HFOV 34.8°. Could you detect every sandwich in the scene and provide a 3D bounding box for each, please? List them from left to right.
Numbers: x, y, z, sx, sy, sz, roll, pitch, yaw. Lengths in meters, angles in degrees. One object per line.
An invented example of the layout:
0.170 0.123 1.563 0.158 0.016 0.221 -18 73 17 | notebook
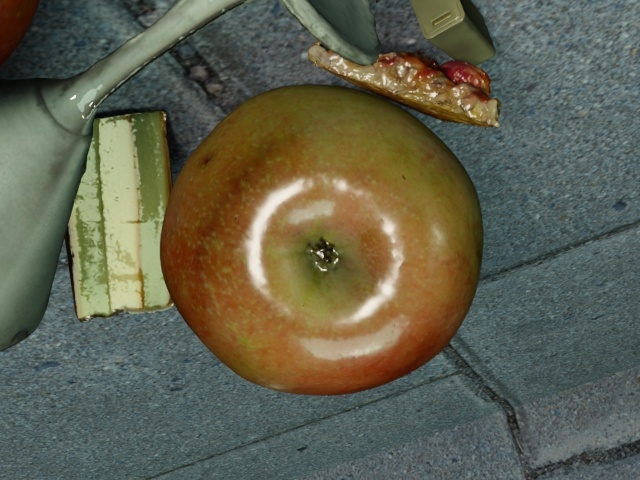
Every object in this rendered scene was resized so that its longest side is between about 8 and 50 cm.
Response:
-0.206 -0.023 1.058 0.117 0.144 0.187 -9 154 -18 | sandwich

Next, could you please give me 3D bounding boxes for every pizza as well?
0.108 -0.150 0.979 0.201 0.193 0.053 13 99 -52 | pizza

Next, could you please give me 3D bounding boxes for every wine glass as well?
-0.174 -0.118 0.787 0.406 0.267 0.267 -31 150 20 | wine glass

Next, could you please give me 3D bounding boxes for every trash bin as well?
0.127 -0.205 0.965 0.043 0.061 0.092 -26 154 22 | trash bin

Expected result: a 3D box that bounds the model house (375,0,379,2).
0.048 -0.234 0.869 0.058 0.057 0.083 -2 150 -15 | model house

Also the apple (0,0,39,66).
-0.300 -0.186 0.588 0.272 0.206 0.251 -13 133 19 | apple

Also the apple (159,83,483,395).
0.000 0.000 0.994 0.319 0.319 0.277 -14 174 -2 | apple
